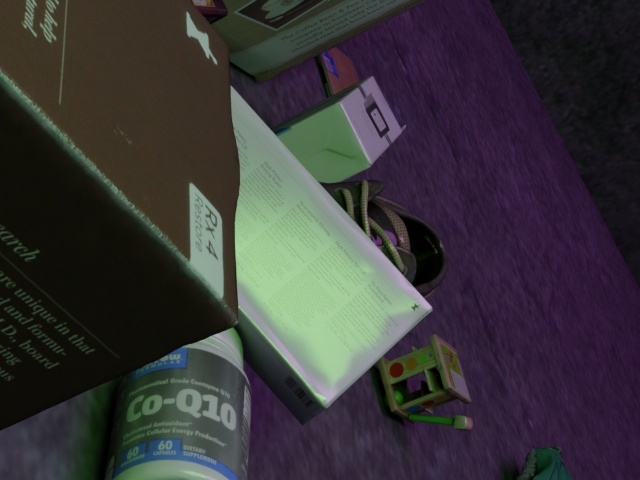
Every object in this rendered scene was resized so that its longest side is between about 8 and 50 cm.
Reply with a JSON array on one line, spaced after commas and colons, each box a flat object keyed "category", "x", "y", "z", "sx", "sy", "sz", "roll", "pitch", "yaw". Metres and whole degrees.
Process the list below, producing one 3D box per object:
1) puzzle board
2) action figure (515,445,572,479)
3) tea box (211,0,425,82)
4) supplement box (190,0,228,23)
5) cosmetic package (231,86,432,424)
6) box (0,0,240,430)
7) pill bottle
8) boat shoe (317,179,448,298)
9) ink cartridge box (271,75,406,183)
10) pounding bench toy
[{"category": "puzzle board", "x": 0.026, "y": -0.156, "z": 1.537, "sx": 0.096, "sy": 0.011, "sz": 0.128, "roll": 31, "pitch": 37, "yaw": -57}, {"category": "action figure", "x": 0.225, "y": 0.278, "z": 1.446, "sx": 0.137, "sy": 0.063, "sz": 0.232, "roll": 58, "pitch": 23, "yaw": -16}, {"category": "tea box", "x": -0.004, "y": -0.363, "z": 1.212, "sx": 0.220, "sy": 0.329, "sz": 0.324, "roll": 25, "pitch": 45, "yaw": -63}, {"category": "supplement box", "x": -0.148, "y": -0.184, "z": 0.983, "sx": 0.104, "sy": 0.080, "sz": 0.188, "roll": 65, "pitch": 19, "yaw": 0}, {"category": "cosmetic package", "x": -0.051, "y": -0.010, "z": 0.886, "sx": 0.239, "sy": 0.099, "sz": 0.060, "roll": 48, "pitch": -23, "yaw": 4}, {"category": "box", "x": -0.160, "y": -0.034, "z": 0.567, "sx": 0.167, "sy": 0.203, "sz": 0.168, "roll": 49, "pitch": 24, "yaw": -39}, {"category": "pill bottle", "x": -0.078, "y": 0.106, "z": 0.809, "sx": 0.078, "sy": 0.078, "sz": 0.137, "roll": 53, "pitch": 21, "yaw": -32}, {"category": "boat shoe", "x": 0.000, "y": 0.000, "z": 1.075, "sx": 0.132, "sy": 0.130, "sz": 0.355, "roll": 68, "pitch": 18, "yaw": 10}, {"category": "ink cartridge box", "x": 0.004, "y": -0.086, "z": 1.241, "sx": 0.060, "sy": 0.104, "sz": 0.180, "roll": 61, "pitch": 18, "yaw": -7}, {"category": "pounding bench toy", "x": 0.091, "y": 0.137, "z": 1.254, "sx": 0.052, "sy": 0.065, "sz": 0.083, "roll": 37, "pitch": 33, "yaw": -56}]
